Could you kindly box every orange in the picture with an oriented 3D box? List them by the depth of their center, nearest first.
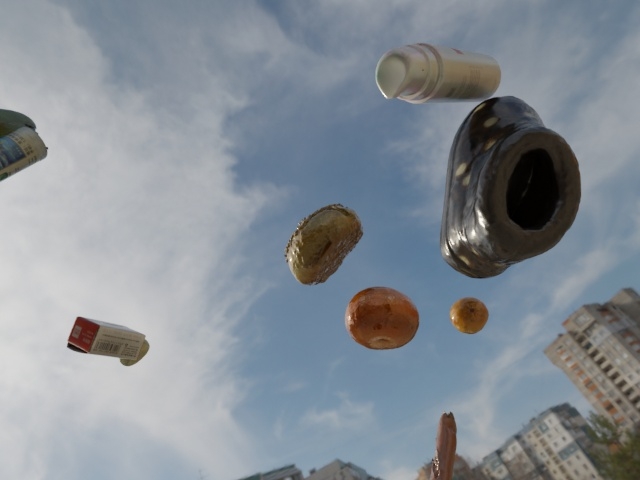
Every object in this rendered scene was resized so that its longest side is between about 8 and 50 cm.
[{"bbox_3d":[0.323,0.162,1.041,0.083,0.083,0.070,-31,-32,1],"label":"orange"},{"bbox_3d":[0.180,0.224,1.405,0.224,0.170,0.224,0,-36,0],"label":"orange"}]

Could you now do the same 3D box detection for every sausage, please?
[{"bbox_3d":[0.193,0.342,0.749,0.036,0.158,0.042,21,-49,8],"label":"sausage"}]

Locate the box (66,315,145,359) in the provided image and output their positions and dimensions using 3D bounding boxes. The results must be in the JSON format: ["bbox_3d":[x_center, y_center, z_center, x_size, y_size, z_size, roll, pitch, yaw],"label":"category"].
[{"bbox_3d":[-0.659,0.306,1.472,0.182,0.133,0.099,33,-110,-55],"label":"box"}]

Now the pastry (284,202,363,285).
[{"bbox_3d":[0.000,0.000,1.678,0.315,0.184,0.284,-55,-21,15],"label":"pastry"}]

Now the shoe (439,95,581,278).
[{"bbox_3d":[0.339,-0.130,0.850,0.171,0.383,0.237,21,-20,-6],"label":"shoe"}]

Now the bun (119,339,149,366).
[{"bbox_3d":[-0.677,0.396,1.723,0.115,0.069,0.115,-44,-16,-17],"label":"bun"}]

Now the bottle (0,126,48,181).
[{"bbox_3d":[-0.509,-0.095,0.698,0.217,0.060,0.060,-52,-20,-41],"label":"bottle"}]

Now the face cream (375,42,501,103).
[{"bbox_3d":[0.220,-0.301,0.873,0.346,0.102,0.102,-17,-36,-48],"label":"face cream"}]

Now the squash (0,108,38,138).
[{"bbox_3d":[-0.551,-0.168,0.746,0.080,0.318,0.071,-38,-80,21],"label":"squash"}]
